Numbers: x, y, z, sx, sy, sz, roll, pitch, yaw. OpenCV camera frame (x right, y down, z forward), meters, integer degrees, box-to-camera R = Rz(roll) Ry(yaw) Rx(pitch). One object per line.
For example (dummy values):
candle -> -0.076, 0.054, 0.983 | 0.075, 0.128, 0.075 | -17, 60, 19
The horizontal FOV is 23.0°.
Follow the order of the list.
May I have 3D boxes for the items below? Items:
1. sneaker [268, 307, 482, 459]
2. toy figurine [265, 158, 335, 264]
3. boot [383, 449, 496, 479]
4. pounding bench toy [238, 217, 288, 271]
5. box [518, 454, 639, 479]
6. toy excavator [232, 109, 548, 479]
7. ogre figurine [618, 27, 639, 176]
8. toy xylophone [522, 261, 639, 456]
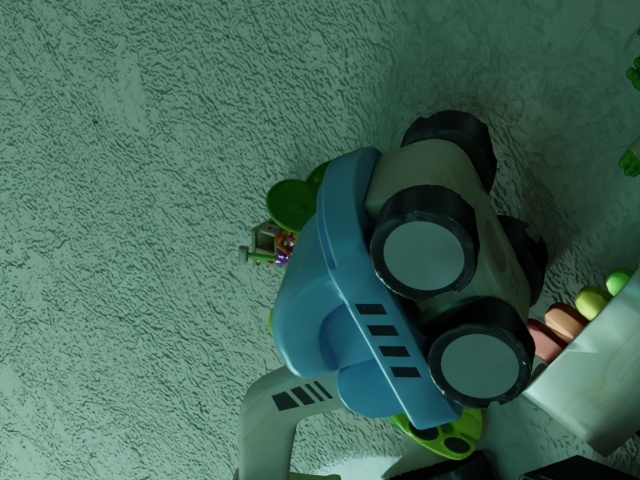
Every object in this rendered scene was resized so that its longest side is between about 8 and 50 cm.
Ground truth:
sneaker -> 0.072, 0.159, 1.914 | 0.296, 0.109, 0.123 | 34, 167, 11
toy figurine -> 0.000, 0.000, 1.848 | 0.159, 0.173, 0.130 | 118, 144, -53
boot -> 0.154, 0.386, 1.953 | 0.246, 0.094, 0.207 | -25, 91, 39
pounding bench toy -> -0.053, 0.014, 1.938 | 0.065, 0.083, 0.052 | 19, 123, 34
box -> 0.272, 0.395, 1.626 | 0.183, 0.296, 0.294 | 18, 93, 20
toy excavator -> 0.031, 0.121, 1.724 | 0.445, 0.222, 0.433 | -17, 117, 22
ogre figurine -> 0.355, -0.110, 1.517 | 0.118, 0.097, 0.197 | 29, 115, 49
toy xylophone -> 0.342, 0.137, 1.634 | 0.236, 0.081, 0.323 | 43, 141, -2
